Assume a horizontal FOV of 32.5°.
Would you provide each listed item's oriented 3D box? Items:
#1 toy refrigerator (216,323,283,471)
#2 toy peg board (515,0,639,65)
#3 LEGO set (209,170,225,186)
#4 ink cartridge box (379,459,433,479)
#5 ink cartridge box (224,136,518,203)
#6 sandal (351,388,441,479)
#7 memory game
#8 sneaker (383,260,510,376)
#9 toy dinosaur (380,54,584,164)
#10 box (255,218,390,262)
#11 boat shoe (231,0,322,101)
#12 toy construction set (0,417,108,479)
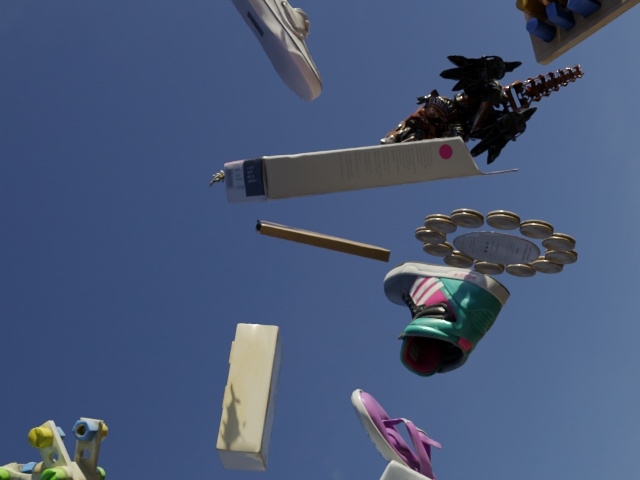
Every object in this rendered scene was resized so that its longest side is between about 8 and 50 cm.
[{"bbox_3d":[-0.140,0.307,2.159,0.102,0.094,0.269,81,-166,-58],"label":"toy refrigerator"},{"bbox_3d":[0.303,-0.338,1.394,0.079,0.161,0.161,15,-125,-37],"label":"toy peg board"},{"bbox_3d":[-0.195,-0.130,2.163,0.054,0.083,0.023,-33,-90,-27],"label":"LEGO set"},{"bbox_3d":[0.184,0.653,2.053,0.385,0.308,0.091,-62,-7,-13],"label":"ink cartridge box"},{"bbox_3d":[0.067,-0.099,1.514,0.371,0.176,0.069,-5,-88,-21],"label":"ink cartridge box"},{"bbox_3d":[0.205,0.445,2.250,0.102,0.169,0.416,-35,-72,4],"label":"sandal"},{"bbox_3d":[0.198,0.004,1.239,0.186,0.186,0.012,47,-131,-58],"label":"memory game"},{"bbox_3d":[0.179,0.142,1.882,0.124,0.295,0.178,41,-110,-25],"label":"sneaker"},{"bbox_3d":[0.250,-0.216,1.743,0.322,0.164,0.218,-42,-2,1],"label":"toy dinosaur"},{"bbox_3d":[0.000,0.000,1.715,0.164,0.201,0.021,-158,81,-84],"label":"box"},{"bbox_3d":[-0.059,-0.356,1.831,0.084,0.095,0.258,-32,-89,-19],"label":"boat shoe"},{"bbox_3d":[-0.384,0.430,1.566,0.151,0.215,0.328,44,-152,-55],"label":"toy construction set"}]
